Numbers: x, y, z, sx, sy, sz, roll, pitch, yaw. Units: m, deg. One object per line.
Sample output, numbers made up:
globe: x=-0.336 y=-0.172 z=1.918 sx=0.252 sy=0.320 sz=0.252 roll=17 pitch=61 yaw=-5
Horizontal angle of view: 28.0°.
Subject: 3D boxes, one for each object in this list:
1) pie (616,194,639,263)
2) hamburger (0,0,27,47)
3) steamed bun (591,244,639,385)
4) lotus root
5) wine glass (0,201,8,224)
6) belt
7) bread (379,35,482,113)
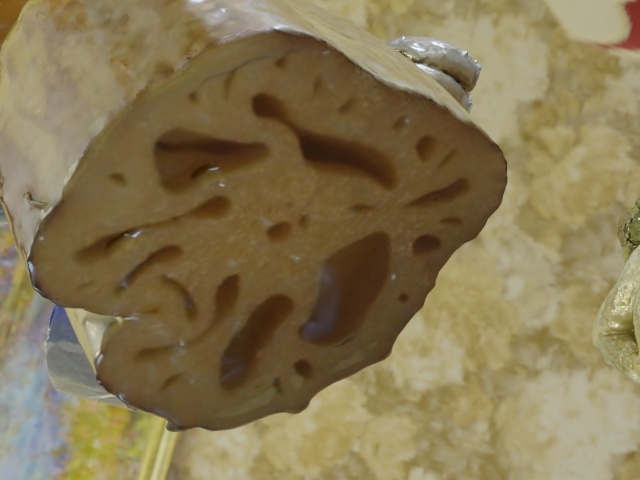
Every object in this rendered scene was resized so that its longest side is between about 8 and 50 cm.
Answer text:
pie: x=0.594 y=-0.036 z=1.677 sx=0.180 sy=0.395 sz=0.418 roll=-51 pitch=-16 yaw=-37
hamburger: x=-0.320 y=-0.263 z=1.208 sx=0.274 sy=0.274 sz=0.212 roll=172 pitch=101 yaw=-86
steamed bun: x=0.370 y=0.064 z=1.305 sx=0.172 sy=0.140 sz=0.155 roll=-125 pitch=41 yaw=-70
lotus root: x=-0.088 y=-0.044 z=0.836 sx=0.250 sy=0.316 sz=0.316 roll=49 pitch=135 yaw=39
wine glass: x=-0.455 y=-0.059 z=1.702 sx=0.321 sy=0.143 sz=0.143 roll=-48 pitch=-16 yaw=-42
belt: x=-0.229 y=0.077 z=1.669 sx=0.347 sy=0.117 sz=0.212 roll=-55 pitch=-25 yaw=-58
bread: x=0.037 y=-0.151 z=1.461 sx=0.337 sy=0.183 sz=0.102 roll=149 pitch=135 yaw=-65
